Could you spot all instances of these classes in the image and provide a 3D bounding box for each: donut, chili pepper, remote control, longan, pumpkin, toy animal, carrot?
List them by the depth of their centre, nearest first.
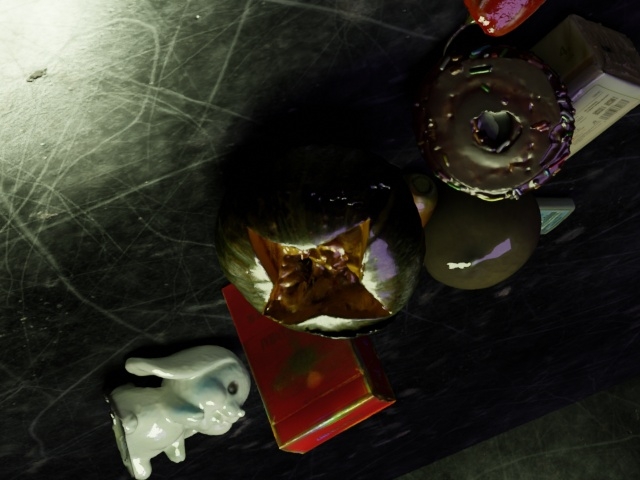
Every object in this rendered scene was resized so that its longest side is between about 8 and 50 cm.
[{"bbox_3d":[0.223,-0.304,1.438,0.192,0.086,0.084,-43,178,19],"label":"chili pepper"},{"bbox_3d":[0.246,-0.172,1.587,0.235,0.235,0.089,-41,-172,34],"label":"donut"},{"bbox_3d":[0.000,0.000,1.654,0.320,0.192,0.320,2,133,3],"label":"pumpkin"},{"bbox_3d":[0.134,-0.036,1.900,0.087,0.087,0.193,-10,151,-26],"label":"carrot"},{"bbox_3d":[0.270,-0.018,1.927,0.220,0.196,0.196,-44,150,16],"label":"longan"},{"bbox_3d":[0.375,-0.046,2.139,0.233,0.038,0.098,-2,149,-39],"label":"remote control"},{"bbox_3d":[-0.280,0.314,2.156,0.289,0.174,0.249,-4,138,-32],"label":"toy animal"}]

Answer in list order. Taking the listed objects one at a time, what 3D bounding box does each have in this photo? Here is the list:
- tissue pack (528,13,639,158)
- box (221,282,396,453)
[{"bbox_3d":[0.354,-0.210,1.687,0.159,0.125,0.234,5,144,-44],"label":"tissue pack"},{"bbox_3d":[-0.024,0.173,1.909,0.197,0.313,0.089,-32,152,19],"label":"box"}]
